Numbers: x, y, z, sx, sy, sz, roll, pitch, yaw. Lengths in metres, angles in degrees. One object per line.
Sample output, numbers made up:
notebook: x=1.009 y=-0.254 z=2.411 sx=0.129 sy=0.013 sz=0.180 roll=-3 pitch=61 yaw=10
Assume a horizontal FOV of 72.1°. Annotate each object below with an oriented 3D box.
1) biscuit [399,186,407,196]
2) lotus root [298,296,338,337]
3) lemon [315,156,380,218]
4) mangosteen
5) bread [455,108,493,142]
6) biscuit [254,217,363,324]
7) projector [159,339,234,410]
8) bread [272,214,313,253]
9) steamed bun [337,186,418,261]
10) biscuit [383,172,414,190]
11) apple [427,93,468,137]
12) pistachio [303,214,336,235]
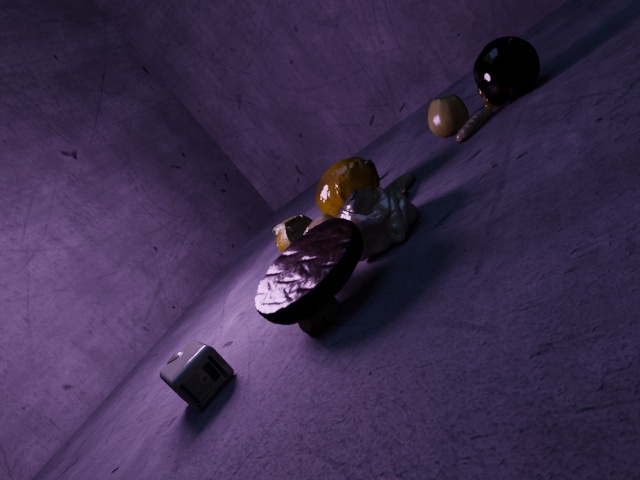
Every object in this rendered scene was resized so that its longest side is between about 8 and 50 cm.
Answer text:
biscuit: x=0.238 y=-0.111 z=1.800 sx=0.273 sy=0.036 sz=0.187 roll=-32 pitch=15 yaw=32
lotus root: x=-0.015 y=0.221 z=1.319 sx=0.143 sy=0.070 sz=0.144 roll=-39 pitch=13 yaw=6
lemon: x=0.128 y=-0.225 z=1.968 sx=0.316 sy=0.286 sz=0.285 roll=-26 pitch=17 yaw=18
mangosteen: x=0.762 y=-0.686 z=1.842 sx=0.275 sy=0.274 sz=0.302 roll=-50 pitch=-18 yaw=-37
bread: x=0.653 y=-0.499 z=1.886 sx=0.214 sy=0.053 sz=0.073 roll=-43 pitch=9 yaw=-12
biscuit: x=-0.033 y=0.096 z=1.376 sx=0.407 sy=0.091 sz=0.407 roll=-36 pitch=22 yaw=17
projector: x=-0.434 y=0.458 z=1.523 sx=0.177 sy=0.163 sz=0.242 roll=-45 pitch=16 yaw=-28
bread: x=-0.118 y=-0.039 z=2.259 sx=0.124 sy=0.186 sz=0.257 roll=-34 pitch=5 yaw=43
steamed bun: x=0.179 y=-0.090 z=1.519 sx=0.280 sy=0.207 sz=0.268 roll=-30 pitch=16 yaw=34
biscuit: x=0.325 y=-0.224 z=1.944 sx=0.220 sy=0.033 sz=0.220 roll=-40 pitch=14 yaw=12
apple: x=0.594 y=-0.578 z=2.048 sx=0.200 sy=0.200 sz=0.200 roll=-38 pitch=13 yaw=10
pistachio: x=0.000 y=0.000 z=1.858 sx=0.229 sy=0.157 sz=0.157 roll=-50 pitch=10 yaw=13
